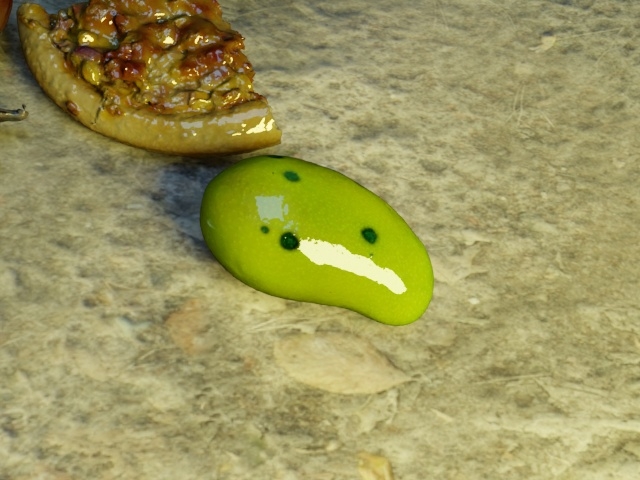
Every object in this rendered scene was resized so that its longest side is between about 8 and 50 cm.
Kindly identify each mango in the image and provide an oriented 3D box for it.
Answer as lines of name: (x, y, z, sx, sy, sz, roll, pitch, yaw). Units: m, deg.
mango: (0.000, 0.000, 0.933, 0.293, 0.143, 0.175, 24, 57, -4)

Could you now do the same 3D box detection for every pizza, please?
pizza: (-0.219, -0.242, 1.083, 0.409, 0.114, 0.277, 32, 62, 10)

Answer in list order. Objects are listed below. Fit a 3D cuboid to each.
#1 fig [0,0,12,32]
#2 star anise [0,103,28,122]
fig: (-0.527, -0.333, 1.032, 0.214, 0.235, 0.235, -40, 62, 17)
star anise: (-0.489, -0.144, 0.974, 0.208, 0.063, 0.171, 33, 77, -20)
